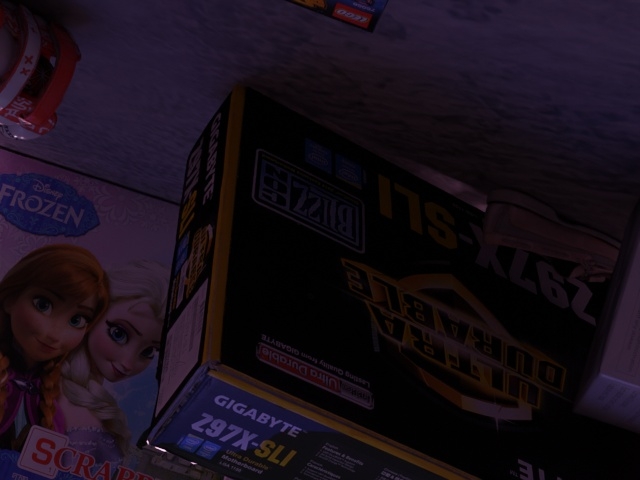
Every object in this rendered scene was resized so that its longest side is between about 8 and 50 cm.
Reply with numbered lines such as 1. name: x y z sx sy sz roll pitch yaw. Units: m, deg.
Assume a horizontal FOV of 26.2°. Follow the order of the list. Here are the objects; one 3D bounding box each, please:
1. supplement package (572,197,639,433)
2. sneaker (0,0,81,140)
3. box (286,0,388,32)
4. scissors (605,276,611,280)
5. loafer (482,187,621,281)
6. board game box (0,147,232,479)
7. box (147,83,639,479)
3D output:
1. supplement package: 0.280 0.061 0.751 0.244 0.133 0.139 17 167 9
2. sneaker: -0.207 -0.128 0.792 0.145 0.090 0.270 21 170 -12
3. box: -0.028 -0.142 0.607 0.137 0.027 0.094 21 165 -3
4. scissors: 0.136 0.040 1.112 0.109 0.021 0.297 20 165 -10
5. loafer: 0.157 0.007 0.910 0.125 0.039 0.045 26 165 -24
6. board game box: -0.208 0.109 1.237 0.319 0.318 0.066 17 166 7
7. box: 0.061 0.068 0.841 0.322 0.257 0.079 27 123 -19
